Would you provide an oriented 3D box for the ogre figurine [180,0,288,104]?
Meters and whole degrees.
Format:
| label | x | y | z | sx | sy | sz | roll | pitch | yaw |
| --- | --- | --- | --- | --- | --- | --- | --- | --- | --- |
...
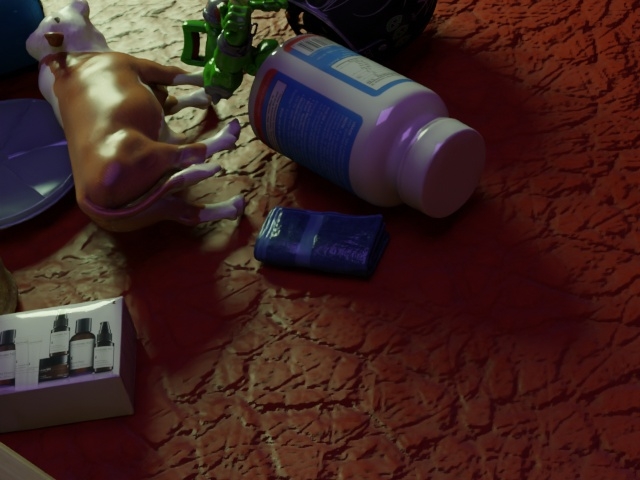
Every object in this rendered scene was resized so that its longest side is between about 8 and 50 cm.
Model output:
| label | x | y | z | sx | sy | sz | roll | pitch | yaw |
| --- | --- | --- | --- | --- | --- | --- | --- | --- | --- |
| ogre figurine | -0.084 | -0.218 | 1.655 | 0.097 | 0.118 | 0.197 | 3 | 38 | -24 |

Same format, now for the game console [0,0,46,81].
| label | x | y | z | sx | sy | sz | roll | pitch | yaw |
| --- | --- | --- | --- | --- | --- | --- | --- | --- | --- |
| game console | -0.454 | -0.239 | 1.832 | 0.293 | 0.250 | 0.173 | -20 | 72 | -6 |

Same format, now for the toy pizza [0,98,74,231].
| label | x | y | z | sx | sy | sz | roll | pitch | yaw |
| --- | --- | --- | --- | --- | --- | --- | --- | --- | --- |
| toy pizza | -0.332 | -0.073 | 1.729 | 0.201 | 0.032 | 0.201 | -8 | 44 | 7 |

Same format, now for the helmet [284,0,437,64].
| label | x | y | z | sx | sy | sz | roll | pitch | yaw |
| --- | --- | --- | --- | --- | --- | --- | --- | --- | --- |
| helmet | 0.042 | -0.270 | 1.742 | 0.169 | 0.169 | 0.161 | 30 | 75 | 35 |

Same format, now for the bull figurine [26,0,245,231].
| label | x | y | z | sx | sy | sz | roll | pitch | yaw |
| --- | --- | --- | --- | --- | --- | --- | --- | --- | --- |
| bull figurine | -0.188 | -0.125 | 1.674 | 0.188 | 0.101 | 0.310 | -5 | 48 | -14 |

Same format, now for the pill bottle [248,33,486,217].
| label | x | y | z | sx | sy | sz | roll | pitch | yaw |
| --- | --- | --- | --- | --- | --- | --- | --- | --- | --- |
| pill bottle | 0.046 | -0.106 | 1.605 | 0.124 | 0.124 | 0.221 | -40 | 50 | -24 |

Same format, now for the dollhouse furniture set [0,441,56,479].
| label | x | y | z | sx | sy | sz | roll | pitch | yaw |
| --- | --- | --- | --- | --- | --- | --- | --- | --- | --- |
| dollhouse furniture set | -0.315 | 0.350 | 1.135 | 0.362 | 0.256 | 0.394 | 27 | 55 | 30 |

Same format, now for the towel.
| label | x | y | z | sx | sy | sz | roll | pitch | yaw |
| --- | --- | --- | --- | --- | --- | --- | --- | --- | --- |
| towel | 0.000 | 0.000 | 1.579 | 0.119 | 0.029 | 0.067 | 8 | 49 | 20 |

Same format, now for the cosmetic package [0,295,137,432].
| label | x | y | z | sx | sy | sz | roll | pitch | yaw |
| --- | --- | --- | --- | --- | --- | --- | --- | --- | --- |
| cosmetic package | -0.289 | 0.119 | 1.510 | 0.239 | 0.060 | 0.099 | -9 | 44 | 5 |

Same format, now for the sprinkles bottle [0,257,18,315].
| label | x | y | z | sx | sy | sz | roll | pitch | yaw |
| --- | --- | --- | --- | --- | --- | --- | --- | --- | --- |
| sprinkles bottle | -0.377 | -0.050 | 1.486 | 0.121 | 0.355 | 0.121 | -7 | 46 | 7 |
